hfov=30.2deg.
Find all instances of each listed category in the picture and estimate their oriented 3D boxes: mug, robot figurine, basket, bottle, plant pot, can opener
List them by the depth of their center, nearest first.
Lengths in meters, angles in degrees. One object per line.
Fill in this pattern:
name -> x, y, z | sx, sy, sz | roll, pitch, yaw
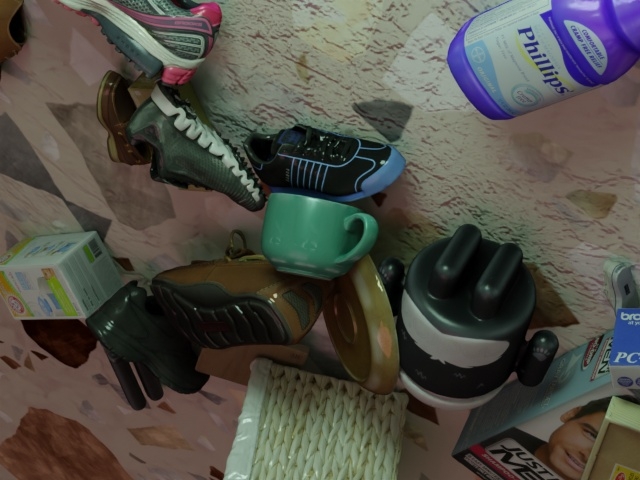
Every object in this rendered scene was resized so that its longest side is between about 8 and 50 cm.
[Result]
bottle -> 0.263, -0.210, 1.202 | 0.283, 0.092, 0.118 | -16, 121, 46
mug -> -0.009, -0.002, 1.537 | 0.129, 0.097, 0.158 | 12, 177, -14
robot figurine -> 0.187, 0.104, 1.559 | 0.278, 0.173, 0.209 | 96, 153, -50
plant pot -> 0.046, 0.105, 1.651 | 0.236, 0.032, 0.236 | 165, 90, -73
basket -> -0.023, 0.423, 1.905 | 0.266, 0.331, 0.328 | 11, 141, 2
can opener -> -0.363, 0.189, 2.162 | 0.095, 0.076, 0.283 | 46, 158, 42

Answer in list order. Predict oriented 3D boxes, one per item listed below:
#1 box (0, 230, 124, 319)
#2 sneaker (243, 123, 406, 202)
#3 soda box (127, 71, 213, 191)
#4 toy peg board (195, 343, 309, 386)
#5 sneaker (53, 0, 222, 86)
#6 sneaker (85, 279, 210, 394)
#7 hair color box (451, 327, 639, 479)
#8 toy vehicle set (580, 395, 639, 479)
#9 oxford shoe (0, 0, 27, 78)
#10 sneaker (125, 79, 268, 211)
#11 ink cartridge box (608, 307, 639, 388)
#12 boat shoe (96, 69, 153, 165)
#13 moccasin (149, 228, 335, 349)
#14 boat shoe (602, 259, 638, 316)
box -> -0.454, 0.062, 2.022 | 0.203, 0.103, 0.114 | -3, 120, 39
sneaker -> -0.002, -0.106, 1.529 | 0.232, 0.081, 0.090 | -3, 138, 40
soda box -> -0.193, -0.153, 1.636 | 0.061, 0.058, 0.181 | 5, 135, 32
toy peg board -> -0.107, 0.167, 1.941 | 0.160, 0.079, 0.161 | 17, 144, -5
sneaker -> -0.253, -0.324, 1.458 | 0.299, 0.121, 0.112 | 38, 114, -5
sneaker -> -0.263, 0.166, 2.010 | 0.109, 0.130, 0.286 | 37, 176, 40
hair color box -> 0.369, 0.264, 1.650 | 0.185, 0.113, 0.374 | 38, 143, -8
toy vehicle set -> 0.428, 0.315, 1.541 | 0.166, 0.035, 0.267 | 20, 142, 15
oxford shoe -> -0.457, -0.276, 1.682 | 0.076, 0.076, 0.212 | 21, 145, -5
sneaker -> -0.170, -0.104, 1.580 | 0.106, 0.078, 0.234 | -40, 124, 8
ink cartridge box -> 0.456, 0.130, 1.417 | 0.207, 0.097, 0.046 | -1, 133, 24
boat shoe -> -0.271, -0.171, 1.675 | 0.060, 0.064, 0.178 | 16, 147, 13
moccasin -> -0.122, 0.071, 1.745 | 0.380, 0.147, 0.139 | -11, 115, 55
boat shoe -> 0.373, 0.063, 1.490 | 0.035, 0.035, 0.100 | 36, 159, 46
